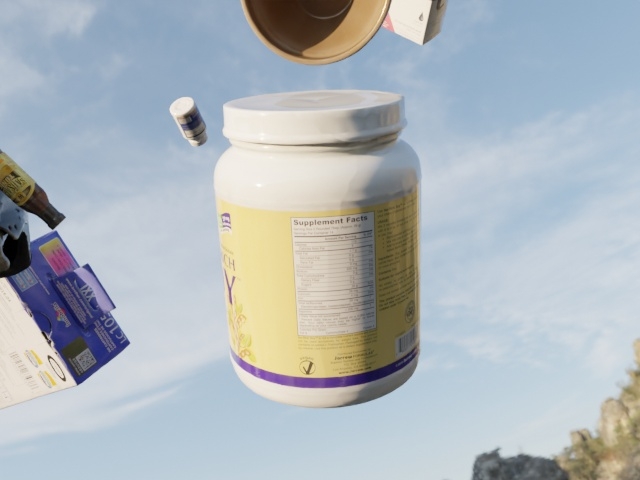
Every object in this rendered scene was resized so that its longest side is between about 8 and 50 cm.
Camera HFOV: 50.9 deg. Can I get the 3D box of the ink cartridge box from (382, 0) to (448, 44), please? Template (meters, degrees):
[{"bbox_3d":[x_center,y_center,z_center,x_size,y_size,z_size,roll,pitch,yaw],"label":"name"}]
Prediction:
[{"bbox_3d":[0.209,-0.577,1.512,0.092,0.158,0.218,-42,-26,-35],"label":"ink cartridge box"}]

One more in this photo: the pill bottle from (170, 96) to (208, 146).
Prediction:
[{"bbox_3d":[-0.329,-0.298,1.705,0.067,0.067,0.120,-18,-40,2],"label":"pill bottle"}]

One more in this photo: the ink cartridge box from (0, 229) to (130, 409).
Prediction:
[{"bbox_3d":[-0.555,0.158,1.299,0.395,0.270,0.151,-21,13,39],"label":"ink cartridge box"}]

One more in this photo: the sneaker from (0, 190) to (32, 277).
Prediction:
[{"bbox_3d":[-0.519,-0.040,0.936,0.185,0.202,0.483,-24,-7,-1],"label":"sneaker"}]

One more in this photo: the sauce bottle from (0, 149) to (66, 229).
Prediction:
[{"bbox_3d":[-0.399,-0.068,0.903,0.042,0.042,0.128,-35,-71,33],"label":"sauce bottle"}]

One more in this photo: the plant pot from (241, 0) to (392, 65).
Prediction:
[{"bbox_3d":[0.000,-0.399,1.048,0.237,0.237,0.110,-25,12,18],"label":"plant pot"}]

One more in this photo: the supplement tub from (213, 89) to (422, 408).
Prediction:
[{"bbox_3d":[0.000,0.000,0.798,0.240,0.332,0.241,-3,18,1],"label":"supplement tub"}]
